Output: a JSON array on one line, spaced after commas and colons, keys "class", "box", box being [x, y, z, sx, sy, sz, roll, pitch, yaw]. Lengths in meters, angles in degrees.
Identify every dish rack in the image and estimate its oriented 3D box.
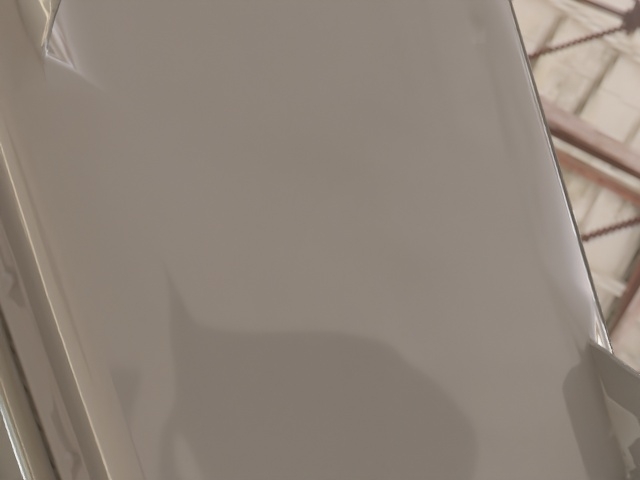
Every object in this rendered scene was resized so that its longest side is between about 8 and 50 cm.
[{"class": "dish rack", "box": [0.000, 0.000, 0.413, 0.285, 0.072, 0.332, -25, -81, -48]}]
